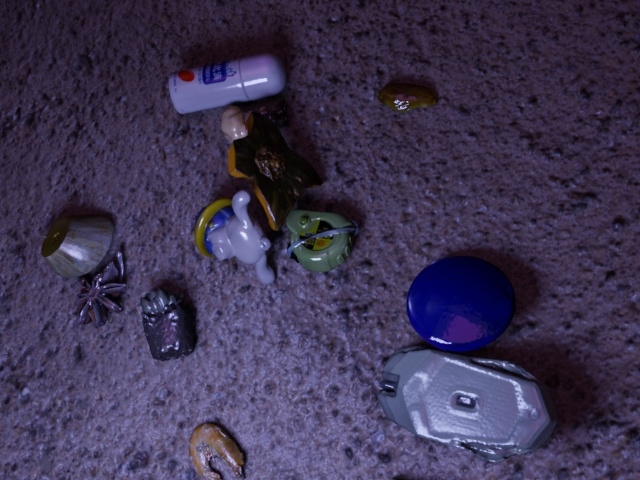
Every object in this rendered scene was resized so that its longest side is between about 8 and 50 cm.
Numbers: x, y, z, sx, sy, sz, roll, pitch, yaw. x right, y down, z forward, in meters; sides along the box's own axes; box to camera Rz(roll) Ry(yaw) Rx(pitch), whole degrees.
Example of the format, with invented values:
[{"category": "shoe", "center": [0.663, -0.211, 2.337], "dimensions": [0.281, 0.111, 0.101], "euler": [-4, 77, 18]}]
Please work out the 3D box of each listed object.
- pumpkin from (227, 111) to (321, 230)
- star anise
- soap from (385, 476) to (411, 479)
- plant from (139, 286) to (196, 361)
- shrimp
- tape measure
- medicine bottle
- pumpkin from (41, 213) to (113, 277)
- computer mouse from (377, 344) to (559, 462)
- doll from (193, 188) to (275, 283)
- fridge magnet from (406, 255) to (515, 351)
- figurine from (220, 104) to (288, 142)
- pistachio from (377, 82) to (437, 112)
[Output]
[{"category": "pumpkin", "center": [-0.142, -0.202, 1.832], "dimensions": [0.290, 0.258, 0.095], "euler": [48, 131, -5]}, {"category": "star anise", "center": [-0.620, 0.147, 1.951], "dimensions": [0.231, 0.089, 0.209], "euler": [-44, 58, -3]}, {"category": "soap", "center": [0.220, 0.699, 1.599], "dimensions": [0.160, 0.080, 0.257], "euler": [3, 75, 14]}, {"category": "plant", "center": [-0.412, 0.222, 1.861], "dimensions": [0.132, 0.129, 0.194], "euler": [-16, 75, 6]}, {"category": "shrimp", "center": [-0.268, 0.561, 1.778], "dimensions": [0.187, 0.052, 0.132], "euler": [37, 104, 25]}, {"category": "tape measure", "center": [0.000, 0.000, 1.839], "dimensions": [0.200, 0.106, 0.175], "euler": [4, 62, 12]}, {"category": "medicine bottle", "center": [-0.266, -0.466, 2.020], "dimensions": [0.341, 0.130, 0.130], "euler": [-8, 73, 11]}, {"category": "pumpkin", "center": [-0.723, -0.004, 1.982], "dimensions": [0.217, 0.110, 0.217], "euler": [-12, 60, 23]}, {"category": "computer mouse", "center": [0.349, 0.381, 1.630], "dimensions": [0.429, 0.145, 0.228], "euler": [9, 84, 28]}, {"category": "doll", "center": [-0.244, -0.030, 1.804], "dimensions": [0.159, 0.311, 0.242], "euler": [-27, 55, -23]}, {"category": "fridge magnet", "center": [0.344, 0.155, 1.686], "dimensions": [0.265, 0.112, 0.265], "euler": [-9, 54, 12]}, {"category": "figurine", "center": [-0.191, -0.341, 1.984], "dimensions": [0.196, 0.108, 0.114], "euler": [-10, 77, 4]}, {"category": "pistachio", "center": [0.242, -0.404, 1.924], "dimensions": [0.173, 0.049, 0.089], "euler": [7, 77, 15]}]
